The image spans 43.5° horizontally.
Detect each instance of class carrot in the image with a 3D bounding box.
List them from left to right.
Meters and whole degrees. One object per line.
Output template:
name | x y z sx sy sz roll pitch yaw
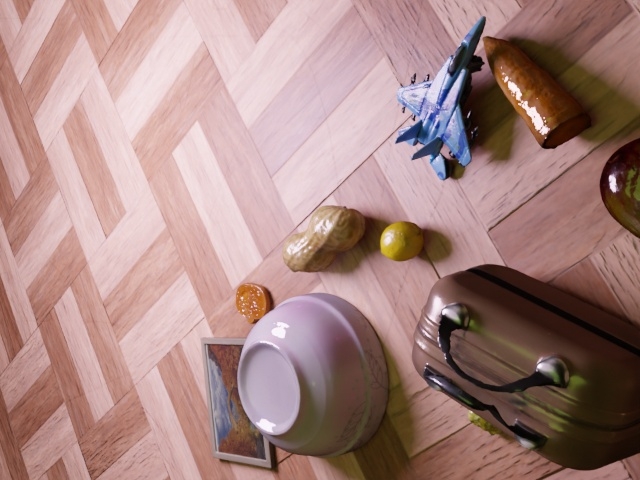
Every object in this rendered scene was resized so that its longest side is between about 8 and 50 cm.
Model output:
carrot | 0.275 -0.211 1.075 0.072 0.072 0.205 -53 51 34

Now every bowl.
bowl | -0.038 0.237 1.361 0.286 0.143 0.287 6 99 45

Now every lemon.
lemon | 0.124 0.002 1.235 0.083 0.062 0.062 -31 73 43

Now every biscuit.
biscuit | -0.128 0.120 1.525 0.091 0.015 0.078 11 103 43

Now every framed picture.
framed picture | -0.165 0.314 1.578 0.184 0.016 0.250 -5 90 44

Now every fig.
fig | 0.396 -0.045 0.938 0.109 0.103 0.155 112 141 -53

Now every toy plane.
toy plane | 0.185 -0.210 1.139 0.169 0.078 0.246 50 132 29

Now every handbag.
handbag | 0.248 0.150 0.974 0.301 0.283 0.149 32 117 38

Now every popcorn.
popcorn | 0.243 0.246 1.148 0.083 0.068 0.060 81 177 -52

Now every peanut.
peanut | 0.000 -0.002 1.344 0.192 0.089 0.089 -38 68 39
